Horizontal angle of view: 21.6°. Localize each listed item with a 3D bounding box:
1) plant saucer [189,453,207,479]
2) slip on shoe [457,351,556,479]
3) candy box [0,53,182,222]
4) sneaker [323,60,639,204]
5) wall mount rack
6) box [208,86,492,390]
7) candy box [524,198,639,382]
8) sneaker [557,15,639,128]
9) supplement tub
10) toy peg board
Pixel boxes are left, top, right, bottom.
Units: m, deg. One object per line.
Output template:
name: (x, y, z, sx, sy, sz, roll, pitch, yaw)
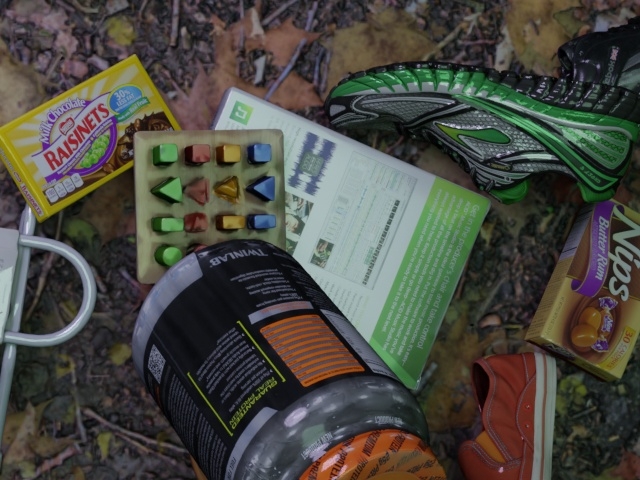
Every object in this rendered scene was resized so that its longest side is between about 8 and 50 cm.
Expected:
plant saucer: (-0.044, 0.213, 1.819, 0.199, 0.037, 0.200, 0, 74, -1)
slip on shoe: (0.195, 0.255, 1.799, 0.101, 0.123, 0.331, 7, 48, 3)
candy box: (-0.244, -0.110, 1.764, 0.206, 0.027, 0.105, -36, 96, -40)
sneaker: (0.169, -0.116, 1.811, 0.343, 0.134, 0.146, 10, 96, 10)
wall mount rack: (-0.417, 0.087, 1.736, 0.350, 0.130, 0.304, 9, 85, -11)
box: (0.000, 0.000, 1.848, 0.322, 0.058, 0.232, 23, 86, -9)
candy box: (0.319, 0.053, 1.896, 0.109, 0.053, 0.187, 29, 75, -10)
sneaker: (0.340, -0.209, 1.891, 0.124, 0.107, 0.283, 36, 84, -3)
supplement tub: (-0.032, 0.165, 1.637, 0.207, 0.338, 0.207, -18, 131, -22)
toy peg board: (-0.110, -0.036, 1.755, 0.160, 0.079, 0.161, -2, 91, -13)
